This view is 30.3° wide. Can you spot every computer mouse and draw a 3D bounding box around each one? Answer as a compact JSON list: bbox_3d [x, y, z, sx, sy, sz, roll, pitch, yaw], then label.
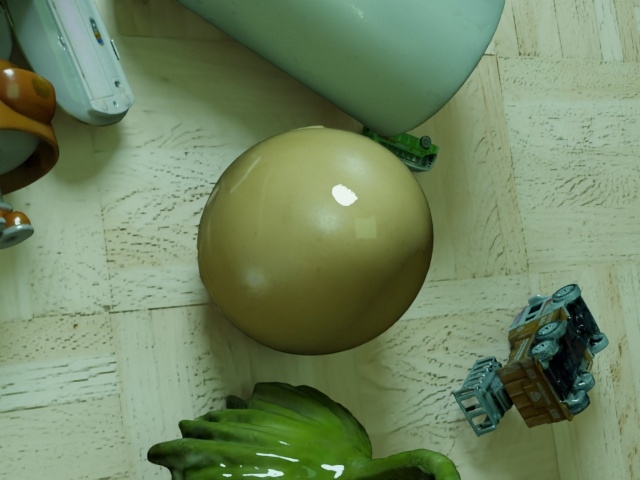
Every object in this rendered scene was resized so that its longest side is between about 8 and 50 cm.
[{"bbox_3d":[-0.221,-0.187,0.992,0.199,0.045,0.102,67,22,-6],"label":"computer mouse"}]

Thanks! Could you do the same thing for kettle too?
[{"bbox_3d":[-0.004,-0.281,1.088,0.318,0.205,0.265,28,69,-24],"label":"kettle"}]

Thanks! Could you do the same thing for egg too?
[{"bbox_3d":[0.000,0.000,1.020,0.201,0.244,0.201,2,85,-20],"label":"egg"}]

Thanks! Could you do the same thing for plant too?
[{"bbox_3d":[0.025,0.217,0.946,0.251,0.333,0.180,-38,118,-46],"label":"plant"}]

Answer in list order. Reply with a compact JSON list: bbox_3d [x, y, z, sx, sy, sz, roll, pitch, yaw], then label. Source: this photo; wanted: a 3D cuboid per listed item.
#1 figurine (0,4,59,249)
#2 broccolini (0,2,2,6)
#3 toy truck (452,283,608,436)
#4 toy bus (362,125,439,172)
[{"bbox_3d":[-0.289,-0.119,0.917,0.143,0.143,0.271,-20,65,-35],"label":"figurine"},{"bbox_3d":[-0.290,-0.313,0.993,0.051,0.054,0.239,-9,88,0],"label":"broccolini"},{"bbox_3d":[0.222,0.123,1.221,0.080,0.115,0.178,59,33,-10],"label":"toy truck"},{"bbox_3d":[0.081,-0.096,1.212,0.083,0.031,0.037,18,78,-30],"label":"toy bus"}]
